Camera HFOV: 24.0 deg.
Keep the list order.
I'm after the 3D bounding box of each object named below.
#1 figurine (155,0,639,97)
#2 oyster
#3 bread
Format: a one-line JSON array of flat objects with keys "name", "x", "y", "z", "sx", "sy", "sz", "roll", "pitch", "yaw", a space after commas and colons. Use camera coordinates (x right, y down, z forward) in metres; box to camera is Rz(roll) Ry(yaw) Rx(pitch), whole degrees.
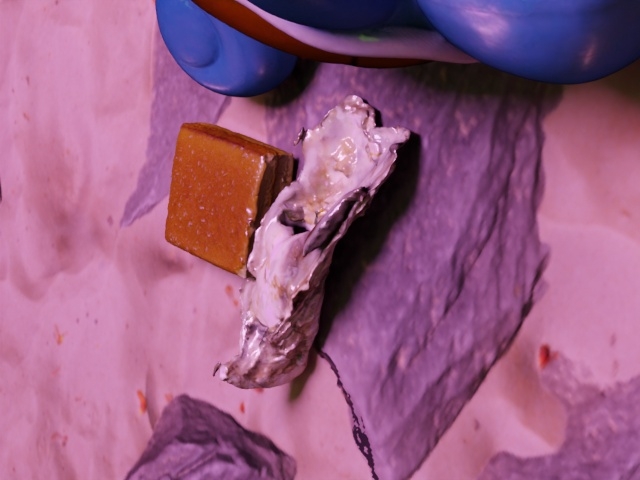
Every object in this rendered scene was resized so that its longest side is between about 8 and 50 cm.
[{"name": "figurine", "x": 0.001, "y": -0.187, "z": 0.827, "sx": 0.416, "sy": 0.298, "sz": 0.243, "roll": 3, "pitch": 123, "yaw": 51}, {"name": "oyster", "x": -0.002, "y": -0.002, "z": 0.962, "sx": 0.200, "sy": 0.061, "sz": 0.106, "roll": -50, "pitch": 39, "yaw": 32}, {"name": "bread", "x": -0.064, "y": -0.028, "z": 1.025, "sx": 0.094, "sy": 0.035, "sz": 0.090, "roll": 23, "pitch": 107, "yaw": 44}]
